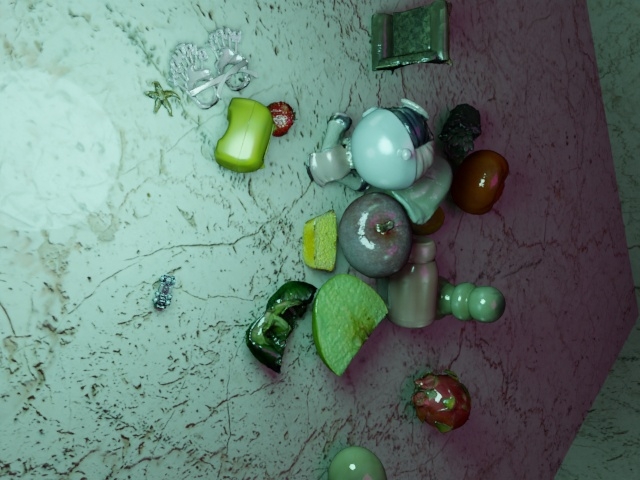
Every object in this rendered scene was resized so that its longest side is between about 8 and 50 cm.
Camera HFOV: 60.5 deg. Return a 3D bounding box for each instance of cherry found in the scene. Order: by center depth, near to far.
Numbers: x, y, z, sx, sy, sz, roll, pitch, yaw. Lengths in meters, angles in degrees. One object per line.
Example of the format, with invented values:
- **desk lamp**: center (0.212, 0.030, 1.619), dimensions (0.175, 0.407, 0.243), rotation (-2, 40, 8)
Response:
- **cherry**: center (0.166, -0.010, 1.674), dimensions (0.307, 0.221, 0.261), rotation (75, 6, -77)

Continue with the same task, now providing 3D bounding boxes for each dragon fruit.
- **dragon fruit**: center (0.439, 0.585, 2.012), dimensions (0.224, 0.224, 0.227), rotation (-50, 122, -27)

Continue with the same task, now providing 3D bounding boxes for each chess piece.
- **chess piece**: center (0.488, 0.214, 1.932), dimensions (0.182, 0.330, 0.183), rotation (-3, 94, -43)

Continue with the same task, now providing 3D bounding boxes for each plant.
- **plant**: center (0.519, -0.404, 2.029), dimensions (0.129, 0.132, 0.195), rotation (22, 61, -6)

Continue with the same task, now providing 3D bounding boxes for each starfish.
- **starfish**: center (-0.373, -0.334, 1.300), dimensions (0.078, 0.028, 0.091), rotation (-42, 123, -25)

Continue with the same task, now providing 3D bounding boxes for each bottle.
- **bottle**: center (0.298, 0.126, 1.853), dimensions (0.173, 0.206, 0.297), rotation (-15, 113, -41)

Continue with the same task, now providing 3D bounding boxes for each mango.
- **mango**: center (0.358, -0.082, 1.948), dimensions (0.194, 0.091, 0.130), rotation (12, 87, -38)

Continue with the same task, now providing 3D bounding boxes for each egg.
- **egg**: center (0.118, 0.764, 1.737), dimensions (0.186, 0.185, 0.242), rotation (-32, 120, -36)

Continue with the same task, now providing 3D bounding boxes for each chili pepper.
- **chili pepper**: center (-0.114, 0.221, 1.542), dimensions (0.148, 0.116, 0.265), rotation (44, 64, -23)

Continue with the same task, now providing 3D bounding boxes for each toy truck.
- **toy truck**: center (-0.377, 0.123, 1.325), dimensions (0.039, 0.044, 0.083), rotation (17, 81, -21)

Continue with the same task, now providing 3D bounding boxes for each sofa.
- **sofa**: center (0.283, -0.640, 1.724), dimensions (0.182, 0.258, 0.200), rotation (-11, 102, -55)

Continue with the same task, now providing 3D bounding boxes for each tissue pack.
- **tissue pack**: center (-0.187, -0.263, 1.394), dimensions (0.127, 0.123, 0.178), rotation (15, 81, -2)

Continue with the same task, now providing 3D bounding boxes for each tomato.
- **tomato**: center (0.604, -0.222, 2.089), dimensions (0.260, 0.179, 0.260), rotation (-44, 150, -34)

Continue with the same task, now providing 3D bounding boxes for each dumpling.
- **dumpling**: center (0.292, -0.191, 1.796), dimensions (0.269, 0.321, 0.212), rotation (0, 112, -13)

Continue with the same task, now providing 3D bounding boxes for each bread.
- **bread**: center (0.000, 0.000, 1.647), dimensions (0.103, 0.065, 0.188), rotation (-5, 99, -40)

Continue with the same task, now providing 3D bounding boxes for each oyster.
- **oyster**: center (0.521, -0.322, 2.119), dimensions (0.086, 0.029, 0.132), rotation (-45, 125, -23)

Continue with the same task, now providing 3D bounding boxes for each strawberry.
- **strawberry**: center (-0.118, -0.334, 1.494), dimensions (0.106, 0.106, 0.106), rotation (-4, 97, -42)

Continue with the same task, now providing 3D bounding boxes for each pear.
- **pear**: center (0.042, 0.224, 1.653), dimensions (0.288, 0.139, 0.239), rotation (-47, 121, -32)

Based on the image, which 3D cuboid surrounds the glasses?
- **glasses**: center (-0.258, -0.432, 1.355), dimensions (0.255, 0.095, 0.162), rotation (-43, 112, -34)

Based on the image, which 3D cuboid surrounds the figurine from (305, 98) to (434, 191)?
- **figurine**: center (0.157, -0.243, 1.577), dimensions (0.253, 0.361, 0.211), rotation (58, 48, -29)
